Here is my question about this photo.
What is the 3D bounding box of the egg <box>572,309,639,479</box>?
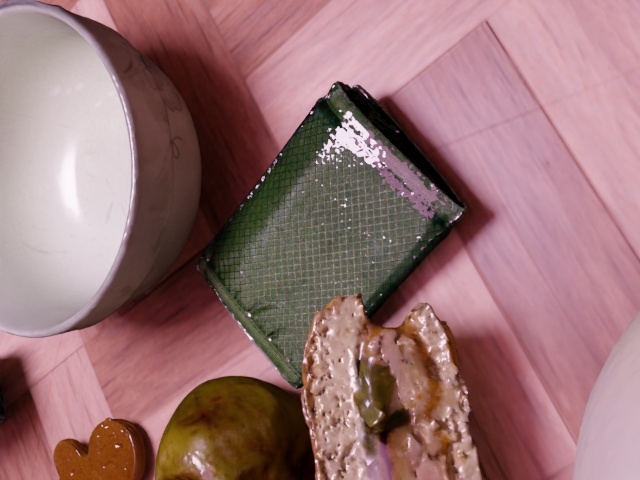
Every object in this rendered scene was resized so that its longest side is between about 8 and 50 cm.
[{"bbox_3d":[0.268,0.088,0.448,0.337,0.337,0.201,-39,38,27],"label":"egg"}]

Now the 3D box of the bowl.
[{"bbox_3d":[-0.236,-0.063,0.836,0.307,0.163,0.306,0,90,33],"label":"bowl"}]

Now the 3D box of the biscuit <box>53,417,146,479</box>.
[{"bbox_3d":[-0.242,0.274,0.914,0.138,0.031,0.205,41,111,27],"label":"biscuit"}]

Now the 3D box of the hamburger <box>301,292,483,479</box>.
[{"bbox_3d":[0.055,0.172,0.660,0.124,0.131,0.261,-8,78,-1],"label":"hamburger"}]

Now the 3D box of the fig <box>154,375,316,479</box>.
[{"bbox_3d":[-0.071,0.189,0.752,0.165,0.154,0.144,-115,38,-52],"label":"fig"}]

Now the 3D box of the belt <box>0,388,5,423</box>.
[{"bbox_3d":[-0.477,0.201,0.969,0.268,0.207,0.116,-31,73,42],"label":"belt"}]

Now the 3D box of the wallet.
[{"bbox_3d":[0.002,0.000,0.743,0.160,0.055,0.236,51,121,20],"label":"wallet"}]
